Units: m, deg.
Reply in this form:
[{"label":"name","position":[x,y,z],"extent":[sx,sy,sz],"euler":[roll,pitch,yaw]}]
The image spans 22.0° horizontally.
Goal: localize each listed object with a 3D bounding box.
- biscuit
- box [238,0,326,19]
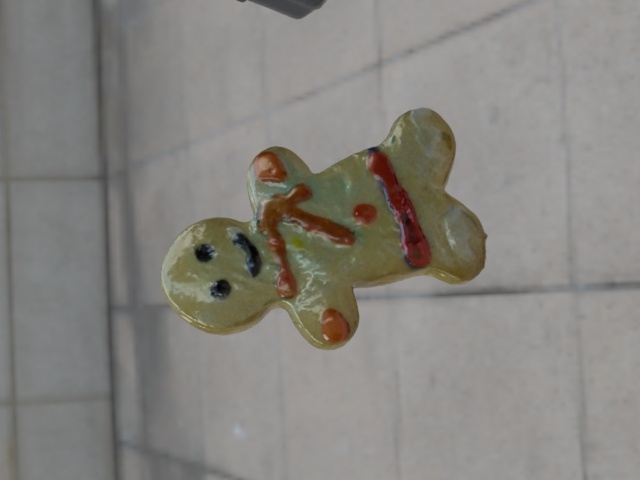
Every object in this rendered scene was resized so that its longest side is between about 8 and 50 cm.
[{"label":"biscuit","position":[0.000,0.000,1.168],"extent":[0.030,0.234,0.153],"euler":[100,152,-72]},{"label":"box","position":[-0.088,-0.255,1.228],"extent":[0.050,0.230,0.160],"euler":[-37,68,21]}]
